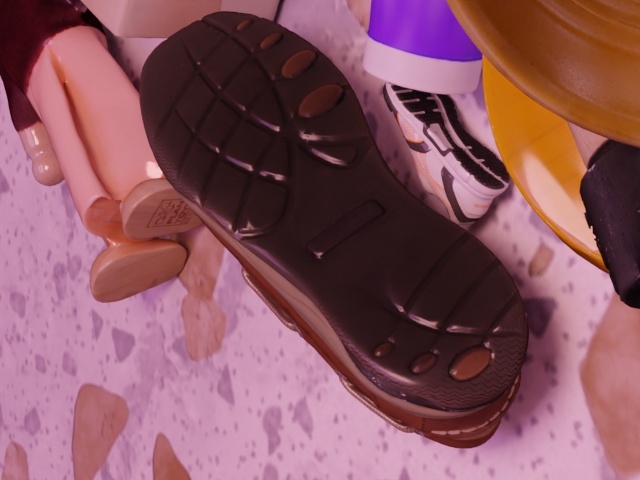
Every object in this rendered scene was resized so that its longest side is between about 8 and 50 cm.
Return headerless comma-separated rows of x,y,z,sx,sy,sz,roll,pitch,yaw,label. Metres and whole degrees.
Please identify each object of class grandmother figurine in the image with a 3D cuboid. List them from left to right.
-0.192,-0.132,1.277,0.208,0.104,0.342,-52,56,31,grandmother figurine

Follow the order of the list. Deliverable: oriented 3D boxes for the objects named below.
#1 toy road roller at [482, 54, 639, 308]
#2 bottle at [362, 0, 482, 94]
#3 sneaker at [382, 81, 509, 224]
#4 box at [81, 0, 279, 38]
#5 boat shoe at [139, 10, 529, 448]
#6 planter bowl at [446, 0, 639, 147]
0.224,-0.102,0.687,0.329,0.240,0.202,-25,70,13,toy road roller
0.079,-0.221,0.910,0.118,0.092,0.283,33,119,46,bottle
0.064,-0.053,0.991,0.109,0.040,0.043,57,138,33,sneaker
-0.071,-0.294,1.078,0.148,0.121,0.311,45,128,42,box
0.000,0.000,1.007,0.324,0.122,0.120,53,167,32,boat shoe
0.133,-0.139,0.522,0.090,0.217,0.217,-93,24,-52,planter bowl
